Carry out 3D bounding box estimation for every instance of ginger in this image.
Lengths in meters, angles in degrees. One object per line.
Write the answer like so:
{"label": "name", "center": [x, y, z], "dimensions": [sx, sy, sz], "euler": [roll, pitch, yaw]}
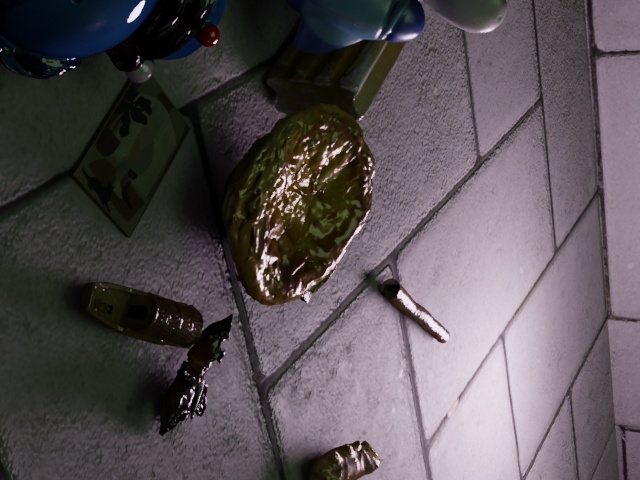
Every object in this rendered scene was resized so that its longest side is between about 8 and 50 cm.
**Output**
{"label": "ginger", "center": [0.033, 0.422, 1.741], "dimensions": [0.205, 0.081, 0.115], "euler": [-38, 112, -43]}

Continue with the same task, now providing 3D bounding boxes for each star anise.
{"label": "star anise", "center": [-0.189, 0.214, 1.368], "dimensions": [0.212, 0.053, 0.157], "euler": [-61, 173, -57]}

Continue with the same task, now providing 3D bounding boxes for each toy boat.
{"label": "toy boat", "center": [-0.234, 0.100, 1.263], "dimensions": [0.226, 0.088, 0.068], "euler": [31, 68, -56]}

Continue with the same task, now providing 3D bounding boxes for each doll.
{"label": "doll", "center": [-0.254, -0.310, 1.042], "dimensions": [0.310, 0.240, 0.284], "euler": [12, 111, -52]}
{"label": "doll", "center": [0.053, -0.403, 1.472], "dimensions": [0.365, 0.376, 0.187], "euler": [-27, 126, -42]}

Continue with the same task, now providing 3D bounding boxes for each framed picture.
{"label": "framed picture", "center": [-0.253, -0.124, 1.280], "dimensions": [0.136, 0.010, 0.201], "euler": [56, 48, -44]}

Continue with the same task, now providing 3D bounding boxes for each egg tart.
{"label": "egg tart", "center": [-0.048, -0.066, 1.470], "dimensions": [0.341, 0.129, 0.341], "euler": [-34, 137, -38]}

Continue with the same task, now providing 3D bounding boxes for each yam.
{"label": "yam", "center": [0.211, 0.160, 2.034], "dimensions": [0.327, 0.045, 0.045], "euler": [42, 24, -54]}

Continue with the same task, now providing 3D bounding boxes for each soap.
{"label": "soap", "center": [0.042, -0.324, 1.586], "dimensions": [0.274, 0.173, 0.089], "euler": [-61, 148, -34]}

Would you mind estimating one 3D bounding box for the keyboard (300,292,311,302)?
{"label": "keyboard", "center": [-0.001, 0.000, 1.695], "dimensions": [0.231, 0.023, 0.072], "euler": [-68, 151, -27]}
